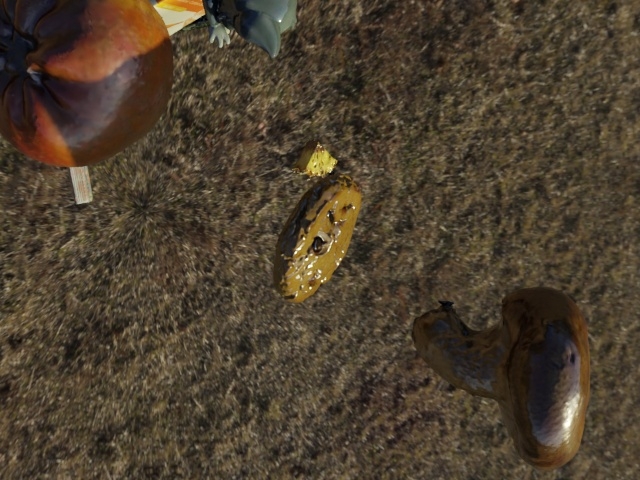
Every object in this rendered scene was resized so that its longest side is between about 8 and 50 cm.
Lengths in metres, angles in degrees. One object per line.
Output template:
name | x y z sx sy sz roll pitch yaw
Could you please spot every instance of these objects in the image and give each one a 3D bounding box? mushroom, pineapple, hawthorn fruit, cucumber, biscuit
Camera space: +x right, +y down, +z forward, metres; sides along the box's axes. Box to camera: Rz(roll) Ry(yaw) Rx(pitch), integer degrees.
mushroom | 0.289 0.194 0.902 0.267 0.254 0.267 16 65 -39
pineapple | -0.015 -0.232 1.804 0.137 0.069 0.116 -14 104 -40
hawthorn fruit | -0.329 -0.244 0.895 0.276 0.298 0.277 0 91 20
cucumber | -0.304 -0.542 1.545 0.181 0.053 0.053 -6 95 16
biscuit | 0.001 0.000 1.311 0.075 0.296 0.296 27 84 22

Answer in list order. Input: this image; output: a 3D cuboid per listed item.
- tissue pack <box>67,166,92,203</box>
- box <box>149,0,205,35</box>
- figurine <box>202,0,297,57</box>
tissue pack | -0.427 -0.109 1.118 0.035 0.063 0.083 -12 103 -20
box | -0.320 -0.546 1.320 0.341 0.225 0.144 -24 97 20
figurine | -0.144 -0.450 1.079 0.265 0.140 0.193 42 67 -17
